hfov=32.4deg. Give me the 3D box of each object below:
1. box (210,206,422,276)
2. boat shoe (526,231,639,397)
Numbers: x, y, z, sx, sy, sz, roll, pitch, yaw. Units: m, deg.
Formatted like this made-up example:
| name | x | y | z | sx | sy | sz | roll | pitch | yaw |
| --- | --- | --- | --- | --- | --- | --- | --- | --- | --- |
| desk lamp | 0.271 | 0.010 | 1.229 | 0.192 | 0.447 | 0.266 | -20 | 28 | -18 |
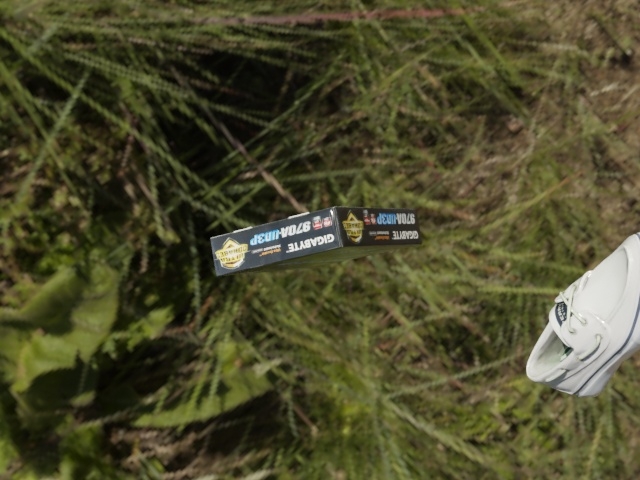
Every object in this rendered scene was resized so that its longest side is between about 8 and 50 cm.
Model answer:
| name | x | y | z | sx | sy | sz | roll | pitch | yaw |
| --- | --- | --- | --- | --- | --- | --- | --- | --- | --- |
| box | 0.000 | 0.000 | 1.348 | 0.175 | 0.220 | 0.051 | -13 | 85 | 29 |
| boat shoe | 0.249 | 0.076 | 1.013 | 0.076 | 0.083 | 0.226 | 5 | 137 | -6 |
